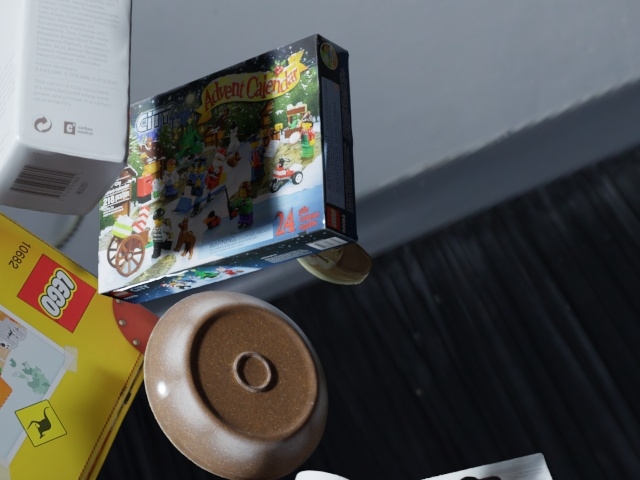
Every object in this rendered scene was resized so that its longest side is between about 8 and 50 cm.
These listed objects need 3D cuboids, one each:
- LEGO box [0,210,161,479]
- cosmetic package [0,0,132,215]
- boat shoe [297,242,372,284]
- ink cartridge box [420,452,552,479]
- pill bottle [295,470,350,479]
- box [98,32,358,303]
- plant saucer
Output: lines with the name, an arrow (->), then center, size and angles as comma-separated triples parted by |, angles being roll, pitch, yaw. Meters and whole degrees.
LEGO box -> -0.410, 0.184, 1.295 | 0.372, 0.500, 0.193 | 35, 131, -12
cosmetic package -> -0.189, -0.146, 1.019 | 0.085, 0.231, 0.117 | 9, 158, -24
boat shoe -> 0.000, 0.000, 1.316 | 0.135, 0.050, 0.045 | 27, 146, -30
ink cartridge box -> 0.185, 0.346, 1.524 | 0.189, 0.232, 0.066 | -13, 120, 0
pill bottle -> -0.015, 0.454, 1.956 | 0.136, 0.246, 0.136 | 13, 155, 6
box -> -0.079, -0.052, 1.114 | 0.233, 0.159, 0.044 | -16, 157, 34
plant saucer -> -0.072, 0.132, 1.354 | 0.198, 0.198, 0.036 | 10, 148, -28
